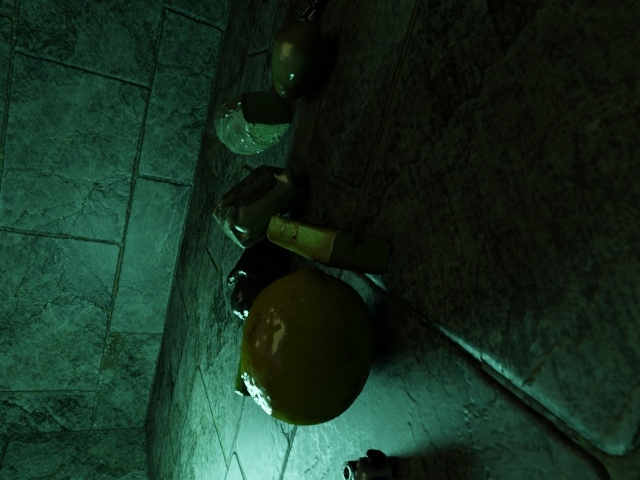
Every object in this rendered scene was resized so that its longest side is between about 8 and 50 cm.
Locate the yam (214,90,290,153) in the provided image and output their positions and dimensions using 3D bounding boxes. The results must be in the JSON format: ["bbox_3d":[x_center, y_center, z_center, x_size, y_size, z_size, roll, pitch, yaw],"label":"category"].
[{"bbox_3d":[-0.227,-0.396,1.498,0.271,0.202,0.201,-8,97,61],"label":"yam"}]

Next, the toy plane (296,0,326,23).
[{"bbox_3d":[-0.028,-0.691,1.327,0.189,0.061,0.130,-51,39,45],"label":"toy plane"}]

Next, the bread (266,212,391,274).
[{"bbox_3d":[0.000,0.000,0.976,0.361,0.138,0.077,18,97,62],"label":"bread"}]

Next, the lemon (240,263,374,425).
[{"bbox_3d":[-0.024,0.194,0.837,0.258,0.257,0.310,-147,62,-61],"label":"lemon"}]

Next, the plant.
[{"bbox_3d":[-0.175,0.103,1.271,0.142,0.164,0.256,-29,46,57],"label":"plant"}]

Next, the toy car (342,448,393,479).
[{"bbox_3d":[0.076,0.442,0.760,0.070,0.080,0.171,29,107,60],"label":"toy car"}]

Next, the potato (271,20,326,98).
[{"bbox_3d":[-0.066,-0.504,1.247,0.178,0.160,0.235,-52,-8,-35],"label":"potato"}]

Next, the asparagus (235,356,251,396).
[{"bbox_3d":[-0.221,0.348,1.387,0.067,0.060,0.278,-178,97,-73],"label":"asparagus"}]

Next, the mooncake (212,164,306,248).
[{"bbox_3d":[-0.191,-0.110,1.287,0.250,0.136,0.254,-44,23,-14],"label":"mooncake"}]
